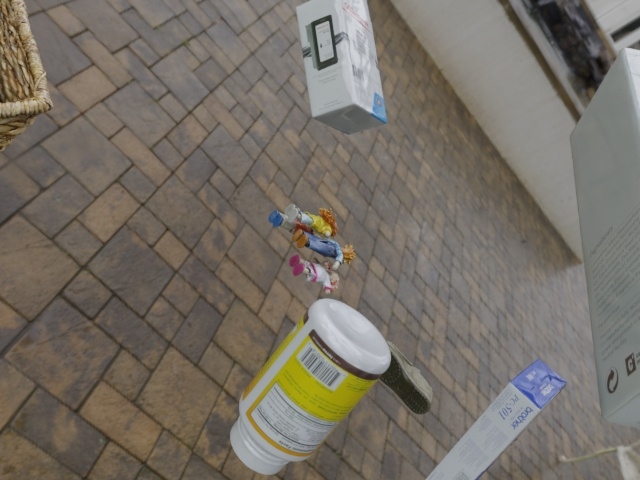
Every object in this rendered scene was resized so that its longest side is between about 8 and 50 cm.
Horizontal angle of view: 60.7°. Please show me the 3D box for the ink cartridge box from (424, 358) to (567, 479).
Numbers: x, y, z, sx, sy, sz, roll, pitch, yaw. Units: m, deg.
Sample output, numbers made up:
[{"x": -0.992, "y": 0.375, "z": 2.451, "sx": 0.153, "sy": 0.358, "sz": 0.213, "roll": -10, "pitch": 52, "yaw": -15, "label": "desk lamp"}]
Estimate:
[{"x": 0.214, "y": 0.246, "z": 0.684, "sx": 0.097, "sy": 0.207, "sz": 0.046, "roll": -10, "pitch": 46, "yaw": -48, "label": "ink cartridge box"}]

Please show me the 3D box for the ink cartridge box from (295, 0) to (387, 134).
[{"x": 0.012, "y": -0.109, "z": 0.320, "sx": 0.048, "sy": 0.028, "sz": 0.083, "roll": 5, "pitch": 76, "yaw": -61, "label": "ink cartridge box"}]

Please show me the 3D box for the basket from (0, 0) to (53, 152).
[{"x": -0.555, "y": -0.263, "z": 0.761, "sx": 0.213, "sy": 0.223, "sz": 0.299, "roll": 13, "pitch": 50, "yaw": -59, "label": "basket"}]

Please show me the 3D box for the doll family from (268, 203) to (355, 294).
[{"x": 0.000, "y": 0.000, "z": 1.294, "sx": 0.163, "sy": 0.118, "sz": 0.263, "roll": 23, "pitch": 30, "yaw": -40, "label": "doll family"}]

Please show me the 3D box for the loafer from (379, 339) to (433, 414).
[{"x": 0.139, "y": 0.232, "z": 0.946, "sx": 0.148, "sy": 0.056, "sz": 0.050, "roll": 53, "pitch": 26, "yaw": 15, "label": "loafer"}]

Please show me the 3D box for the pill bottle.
[{"x": -0.020, "y": 0.184, "z": 0.671, "sx": 0.117, "sy": 0.215, "sz": 0.117, "roll": 34, "pitch": 17, "yaw": -12, "label": "pill bottle"}]

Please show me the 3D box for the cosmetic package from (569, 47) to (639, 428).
[{"x": 0.445, "y": -0.011, "z": 0.624, "sx": 0.230, "sy": 0.161, "sz": 0.453, "roll": 12, "pitch": 52, "yaw": 4, "label": "cosmetic package"}]
